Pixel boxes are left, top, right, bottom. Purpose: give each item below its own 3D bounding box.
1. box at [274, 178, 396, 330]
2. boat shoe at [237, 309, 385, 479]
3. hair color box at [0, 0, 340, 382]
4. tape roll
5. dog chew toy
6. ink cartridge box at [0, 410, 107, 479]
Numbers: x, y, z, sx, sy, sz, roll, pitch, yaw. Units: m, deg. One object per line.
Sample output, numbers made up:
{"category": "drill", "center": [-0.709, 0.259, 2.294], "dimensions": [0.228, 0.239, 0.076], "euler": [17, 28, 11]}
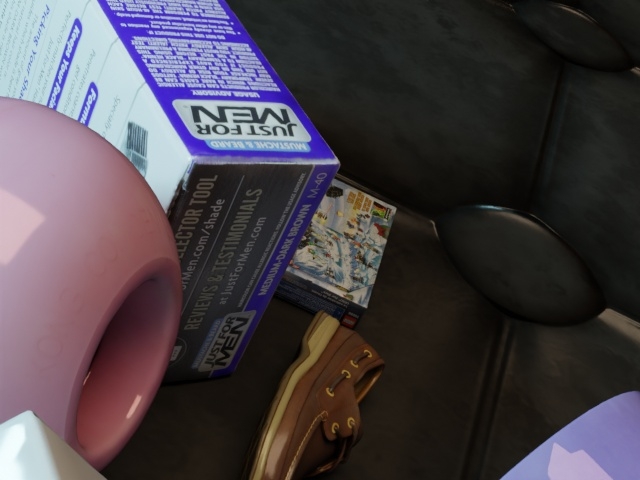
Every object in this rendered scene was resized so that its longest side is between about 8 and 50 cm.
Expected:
{"category": "box", "center": [0.000, 0.000, 0.899], "dimensions": [0.094, 0.027, 0.137], "euler": [26, 35, -3]}
{"category": "boat shoe", "center": [-0.002, 0.108, 0.730], "dimensions": [0.060, 0.064, 0.178], "euler": [26, 33, 3]}
{"category": "hair color box", "center": [-0.136, -0.090, 0.792], "dimensions": [0.110, 0.185, 0.339], "euler": [-1, 44, -35]}
{"category": "tape roll", "center": [0.127, 0.172, 0.623], "dimensions": [0.189, 0.189, 0.080], "euler": [-16, 52, -44]}
{"category": "dog chew toy", "center": [-0.241, 0.007, 0.605], "dimensions": [0.332, 0.206, 0.206], "euler": [19, 33, 15]}
{"category": "ink cartridge box", "center": [-0.154, 0.208, 0.345], "dimensions": [0.278, 0.117, 0.201], "euler": [-28, 52, -4]}
